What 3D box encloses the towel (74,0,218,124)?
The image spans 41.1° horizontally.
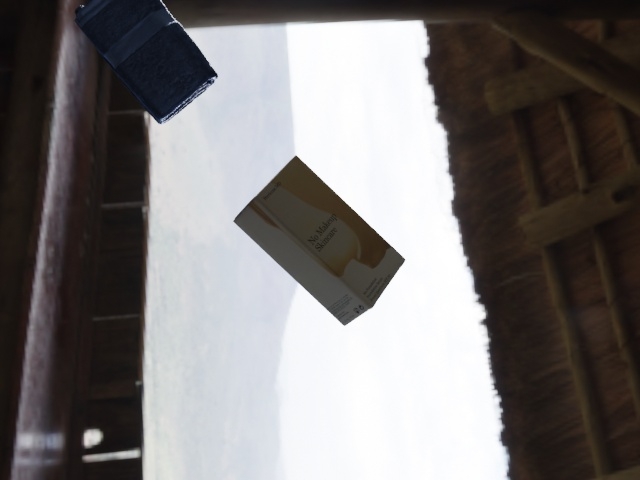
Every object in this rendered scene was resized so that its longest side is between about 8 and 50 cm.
[{"bbox_3d":[-0.141,-0.157,0.694,0.119,0.067,0.029,51,1,6],"label":"towel"}]

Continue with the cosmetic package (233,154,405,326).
[{"bbox_3d":[0.000,0.000,0.623,0.041,0.115,0.060,-41,-172,51],"label":"cosmetic package"}]
